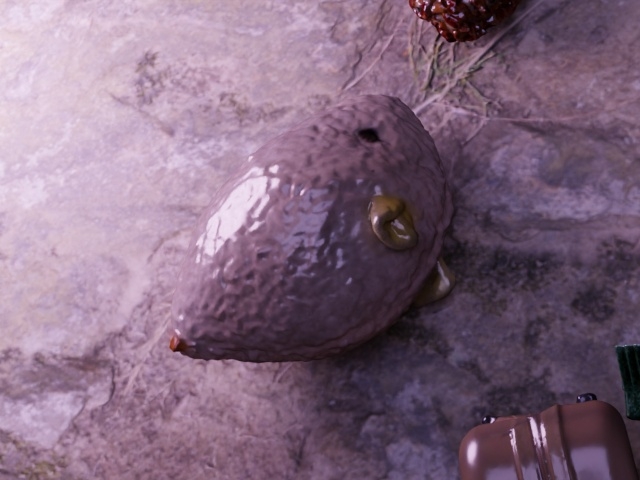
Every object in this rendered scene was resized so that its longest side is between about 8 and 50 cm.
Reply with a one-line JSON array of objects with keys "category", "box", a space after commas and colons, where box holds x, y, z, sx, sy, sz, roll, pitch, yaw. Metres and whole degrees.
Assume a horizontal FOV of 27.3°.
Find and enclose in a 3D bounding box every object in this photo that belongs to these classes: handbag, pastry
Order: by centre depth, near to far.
[{"category": "handbag", "box": [0.224, 0.288, 1.142, 0.149, 0.302, 0.283, -15, 74, 8]}, {"category": "pastry", "box": [0.186, -0.311, 1.472, 0.115, 0.097, 0.208, 29, 77, 26]}]

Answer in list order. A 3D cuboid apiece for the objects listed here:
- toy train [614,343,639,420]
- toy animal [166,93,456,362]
[{"category": "toy train", "box": [0.387, 0.168, 1.149, 0.138, 0.330, 0.178, -9, 75, 43]}, {"category": "toy animal", "box": [-0.005, 0.005, 1.348, 0.358, 0.188, 0.226, -45, 62, -6]}]
